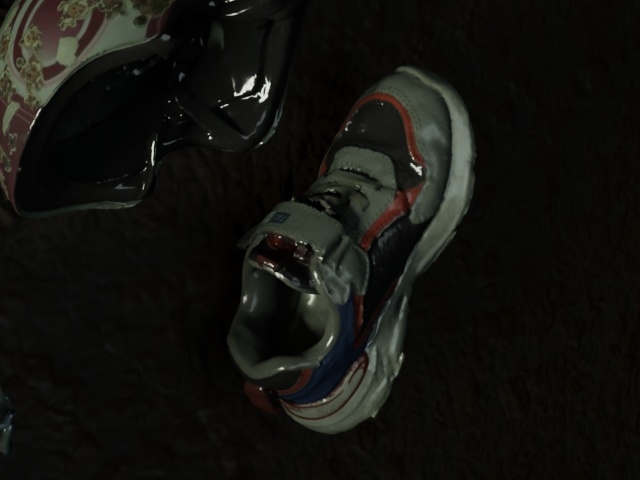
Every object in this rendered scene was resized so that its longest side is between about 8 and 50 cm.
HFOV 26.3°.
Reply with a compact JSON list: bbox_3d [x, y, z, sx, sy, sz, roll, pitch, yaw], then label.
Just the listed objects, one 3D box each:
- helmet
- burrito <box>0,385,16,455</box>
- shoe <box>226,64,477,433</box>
[{"bbox_3d":[-0.095,-0.098,0.673,0.177,0.107,0.153,-26,162,-23],"label":"helmet"},{"bbox_3d":[-0.245,0.191,0.630,0.139,0.101,0.446,64,48,-76],"label":"burrito"},{"bbox_3d":[0.000,0.000,0.791,0.125,0.099,0.228,12,98,-44],"label":"shoe"}]
